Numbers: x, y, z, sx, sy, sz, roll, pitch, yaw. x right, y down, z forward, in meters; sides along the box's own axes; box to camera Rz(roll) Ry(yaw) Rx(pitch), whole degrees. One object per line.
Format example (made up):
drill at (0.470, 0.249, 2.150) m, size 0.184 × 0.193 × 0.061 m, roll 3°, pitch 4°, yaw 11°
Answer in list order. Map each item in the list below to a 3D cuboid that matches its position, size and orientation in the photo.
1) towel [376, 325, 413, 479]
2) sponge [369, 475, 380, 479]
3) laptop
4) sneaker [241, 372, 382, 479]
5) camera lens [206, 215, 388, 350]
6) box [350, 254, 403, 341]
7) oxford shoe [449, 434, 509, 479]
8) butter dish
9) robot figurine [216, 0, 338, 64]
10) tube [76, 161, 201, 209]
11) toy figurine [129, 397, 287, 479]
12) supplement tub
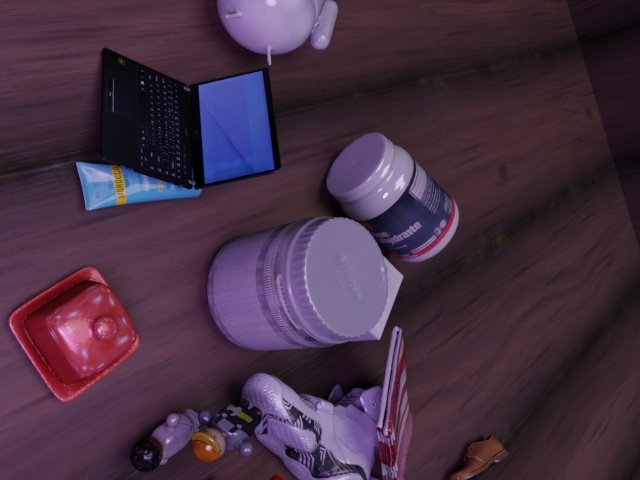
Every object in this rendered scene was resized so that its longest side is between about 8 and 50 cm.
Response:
towel at (0.156, 0.363, 1.285) m, size 0.237 × 0.037 × 0.329 m, roll -75°, pitch 161°, yaw -44°
sponge at (0.070, 0.578, 1.297) m, size 0.117 × 0.031 × 0.210 m, roll 39°, pitch 56°, yaw -32°
laptop at (-0.220, -0.221, 1.089) m, size 0.264 × 0.137 × 0.234 m, roll 18°, pitch 52°, yaw -41°
sneaker at (0.002, 0.330, 1.221) m, size 0.365 × 0.137 × 0.210 m, roll 55°, pitch 47°, yaw -26°
camera lens at (-0.049, 0.080, 1.124) m, size 0.219 × 0.274 × 0.219 m, roll 12°, pitch 73°, yaw -42°
box at (0.084, 0.111, 1.377) m, size 0.130 × 0.091 × 0.170 m, roll 45°, pitch 53°, yaw -27°
oxford shoe at (0.380, 0.550, 1.596) m, size 0.212 × 0.076 × 0.076 m, roll -14°, pitch 61°, yaw -43°
butter dish at (-0.338, 0.132, 0.940) m, size 0.160 × 0.118 × 0.159 m, roll -39°, pitch 107°, yaw -42°
robot figurine at (-0.082, -0.515, 1.282) m, size 0.300 × 0.200 × 0.353 m, roll 34°, pitch 58°, yaw -24°
tube at (-0.302, -0.095, 1.082) m, size 0.207 × 0.052 × 0.080 m, roll -7°, pitch 75°, yaw -41°
toy figurine at (-0.175, 0.363, 0.978) m, size 0.148 × 0.213 × 0.209 m, roll -27°, pitch 101°, yaw -58°
supplement tub at (0.163, -0.092, 1.431) m, size 0.272 × 0.191 × 0.191 m, roll 39°, pitch 56°, yaw -31°
